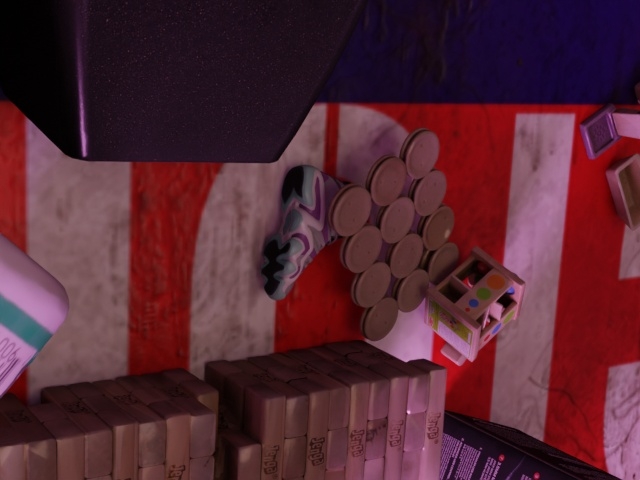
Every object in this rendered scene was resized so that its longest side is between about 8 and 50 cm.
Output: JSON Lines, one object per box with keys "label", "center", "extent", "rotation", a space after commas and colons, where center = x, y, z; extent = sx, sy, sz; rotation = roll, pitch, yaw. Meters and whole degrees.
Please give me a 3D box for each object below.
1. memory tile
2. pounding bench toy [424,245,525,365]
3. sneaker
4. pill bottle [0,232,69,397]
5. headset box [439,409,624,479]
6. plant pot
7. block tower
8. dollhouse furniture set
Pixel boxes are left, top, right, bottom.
{"label": "memory tile", "center": [0.057, -0.003, 0.772], "extent": [0.113, 0.012, 0.148], "rotation": [-40, 135, -25]}
{"label": "pounding bench toy", "center": [0.124, 0.056, 0.832], "extent": [0.065, 0.052, 0.083], "rotation": [-40, 152, -22]}
{"label": "sneaker", "center": [0.000, 0.000, 0.745], "extent": [0.069, 0.038, 0.098], "rotation": [15, 93, -35]}
{"label": "pill bottle", "center": [-0.303, 0.105, 0.464], "extent": [0.361, 0.204, 0.204], "rotation": [-51, 123, -13]}
{"label": "headset box", "center": [0.181, 0.281, 0.777], "extent": [0.110, 0.293, 0.218], "rotation": [19, 89, -35]}
{"label": "plant pot", "center": [-0.091, -0.140, 0.576], "extent": [0.188, 0.188, 0.166], "rotation": [-2, 115, -34]}
{"label": "block tower", "center": [-0.075, 0.137, 0.695], "extent": [0.336, 0.097, 0.090], "rotation": [-4, 103, -31]}
{"label": "dollhouse furniture set", "center": [0.298, -0.070, 0.903], "extent": [0.091, 0.081, 0.114], "rotation": [-35, 118, -22]}
